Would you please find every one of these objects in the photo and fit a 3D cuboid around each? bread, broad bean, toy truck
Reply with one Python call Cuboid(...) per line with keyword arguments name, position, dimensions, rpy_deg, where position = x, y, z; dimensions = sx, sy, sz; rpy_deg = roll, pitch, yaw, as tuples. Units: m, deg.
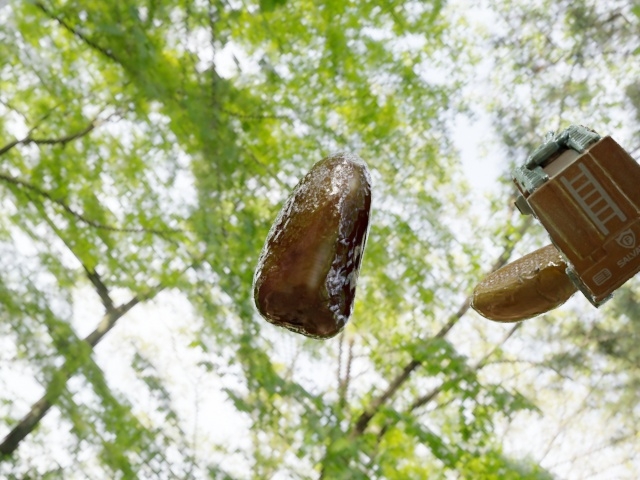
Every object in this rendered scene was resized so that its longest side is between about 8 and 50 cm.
Cuboid(name="bread", position=(0.294, 0.059, 1.319), dimensions=(0.189, 0.114, 0.077), rpy_deg=(-26, -83, 16))
Cuboid(name="broad bean", position=(0.000, 0.000, 0.793), dimensions=(0.084, 0.165, 0.114), rpy_deg=(26, -21, -16))
Cuboid(name="toy truck", position=(0.294, -0.047, 1.078), dimensions=(0.162, 0.136, 0.305), rpy_deg=(50, 11, -3))
